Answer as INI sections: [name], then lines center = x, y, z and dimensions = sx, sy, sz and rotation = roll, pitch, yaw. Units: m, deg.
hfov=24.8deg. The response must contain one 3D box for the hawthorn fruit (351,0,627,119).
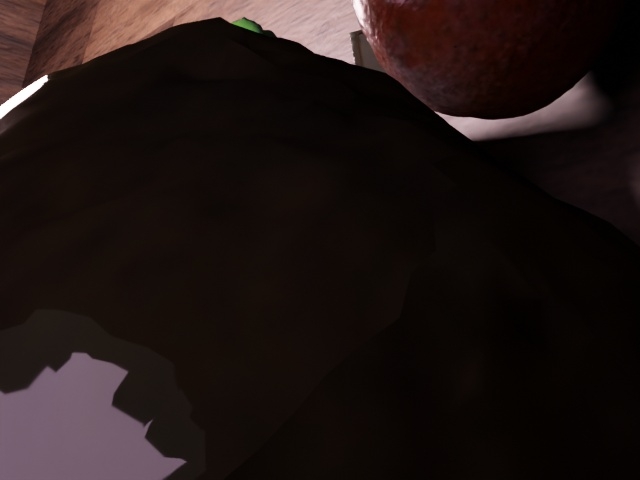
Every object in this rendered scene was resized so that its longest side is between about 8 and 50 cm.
[hawthorn fruit]
center = 0.108, -0.159, 0.881
dimensions = 0.173, 0.173, 0.173
rotation = -49, 32, 45

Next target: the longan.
[longan]
center = -0.018, 0.123, 0.647
dimensions = 0.436, 0.404, 0.404
rotation = 34, 105, 53

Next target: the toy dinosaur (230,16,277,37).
[toy dinosaur]
center = 0.000, 0.000, 1.122
dimensions = 0.500, 0.144, 0.375
rotation = 5, 76, 53

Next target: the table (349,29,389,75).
[table]
center = 0.032, -0.017, 0.947
dimensions = 0.240, 0.111, 0.122
rotation = -97, -10, -47
